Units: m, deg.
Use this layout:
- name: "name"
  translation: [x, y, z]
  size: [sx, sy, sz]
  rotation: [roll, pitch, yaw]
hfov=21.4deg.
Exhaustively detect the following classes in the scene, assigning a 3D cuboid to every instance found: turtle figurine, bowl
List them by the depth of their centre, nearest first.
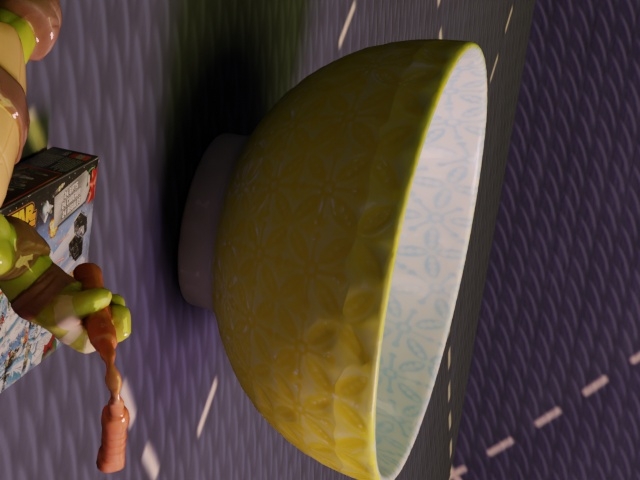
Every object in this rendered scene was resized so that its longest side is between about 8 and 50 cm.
- name: "turtle figurine"
  translation: [-0.123, -0.047, 0.604]
  size: [0.269, 0.087, 0.217]
  rotation: [61, 30, -51]
- name: "bowl"
  translation: [0.000, 0.000, 1.090]
  size: [0.289, 0.156, 0.289]
  rotation: [12, 90, -77]

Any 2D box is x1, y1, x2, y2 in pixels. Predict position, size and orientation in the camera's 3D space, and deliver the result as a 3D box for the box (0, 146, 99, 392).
- name: "box"
  translation: [-0.143, 0.017, 0.773]
  size: [0.137, 0.027, 0.094]
  rotation: [-43, 145, -69]
